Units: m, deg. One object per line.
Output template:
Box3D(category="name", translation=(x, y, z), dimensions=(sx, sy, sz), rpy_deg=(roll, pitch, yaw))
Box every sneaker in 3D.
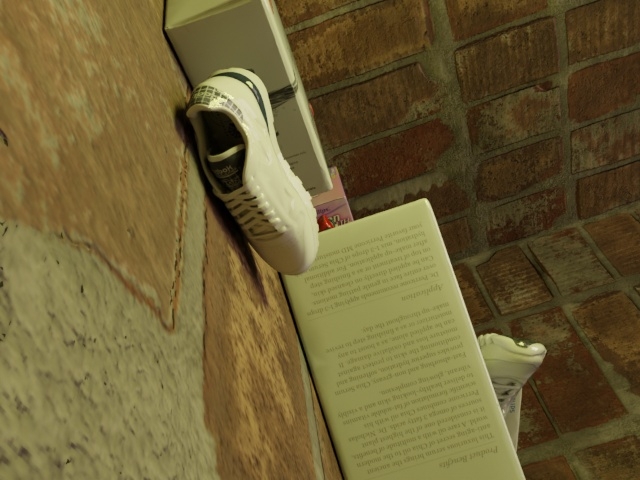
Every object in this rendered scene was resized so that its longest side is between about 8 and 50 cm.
Box3D(category="sneaker", translation=(-0.071, -0.052, 0.633), dimensions=(0.094, 0.090, 0.235), rpy_deg=(-76, 146, -59))
Box3D(category="sneaker", translation=(0.283, 0.233, 1.004), dimensions=(0.292, 0.110, 0.118), rpy_deg=(92, 11, -63))

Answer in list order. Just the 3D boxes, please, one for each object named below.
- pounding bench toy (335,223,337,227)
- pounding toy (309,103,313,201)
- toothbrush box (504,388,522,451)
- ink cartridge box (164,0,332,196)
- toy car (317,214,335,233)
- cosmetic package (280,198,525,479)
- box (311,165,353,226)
Box3D(category="pounding bench toy", translation=(0.000, 0.000, 1.249), dimensions=(0.065, 0.083, 0.052), rpy_deg=(-104, 174, -55))
Box3D(category="pounding toy", translation=(-0.051, -0.202, 1.293), dimensions=(0.183, 0.110, 0.236), rpy_deg=(65, 7, -59))
Box3D(category="toothbrush box", translation=(0.239, 0.345, 1.240), dimensions=(0.122, 0.284, 0.206), rpy_deg=(-98, -178, -63))
Box3D(category="ink cartridge box", translation=(-0.085, -0.204, 0.779), dimensions=(0.197, 0.114, 0.272), rpy_deg=(-103, 174, -47))
Box3D(category="toy car", translation=(-0.042, -0.072, 1.062), dimensions=(0.239, 0.053, 0.225), rpy_deg=(43, 15, -49))
Box3D(category="cosmetic package", translation=(0.115, 0.194, 0.897), dimensions=(0.161, 0.230, 0.452), rpy_deg=(48, 25, -82))
Box3D(category="box", translation=(0.033, -0.036, 1.630), dimensions=(0.213, 0.117, 0.242), rpy_deg=(-101, 171, -63))
